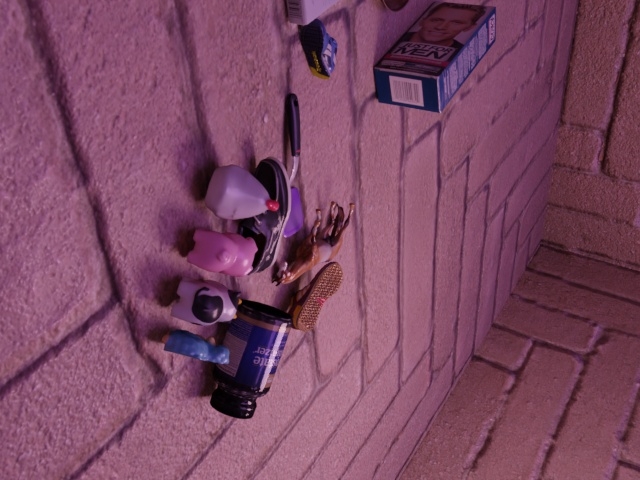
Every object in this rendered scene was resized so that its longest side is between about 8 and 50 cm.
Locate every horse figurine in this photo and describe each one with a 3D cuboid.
[{"bbox_3d":[0.000,0.000,1.537,0.263,0.066,0.174,-33,146,-58],"label":"horse figurine"}]

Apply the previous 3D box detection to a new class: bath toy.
[{"bbox_3d":[-0.172,0.042,1.199,0.151,0.129,0.348,-128,-125,-83],"label":"bath toy"}]

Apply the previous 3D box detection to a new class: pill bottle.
[{"bbox_3d":[-0.145,0.240,1.364,0.123,0.122,0.219,14,95,-62],"label":"pill bottle"}]

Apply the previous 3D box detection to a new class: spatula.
[{"bbox_3d":[-0.057,-0.154,1.389,0.084,0.030,0.296,-32,132,-52],"label":"spatula"}]

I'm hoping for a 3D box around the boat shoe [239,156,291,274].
[{"bbox_3d":[-0.113,-0.044,1.298,0.079,0.084,0.233,-21,127,-56],"label":"boat shoe"}]

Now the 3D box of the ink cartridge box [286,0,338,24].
[{"bbox_3d":[0.003,-0.547,1.249,0.224,0.045,0.223,-48,144,-39],"label":"ink cartridge box"}]

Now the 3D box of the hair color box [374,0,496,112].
[{"bbox_3d":[0.292,-0.465,1.680,0.347,0.174,0.105,-52,145,-34],"label":"hair color box"}]

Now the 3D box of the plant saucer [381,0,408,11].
[{"bbox_3d":[0.166,-0.617,1.512,0.198,0.036,0.199,-40,139,-46],"label":"plant saucer"}]

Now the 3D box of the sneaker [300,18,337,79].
[{"bbox_3d":[0.001,-0.388,1.336,0.059,0.053,0.144,-58,158,-23],"label":"sneaker"}]

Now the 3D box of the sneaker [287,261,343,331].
[{"bbox_3d":[-0.022,0.122,1.563,0.069,0.084,0.185,50,65,-33],"label":"sneaker"}]
